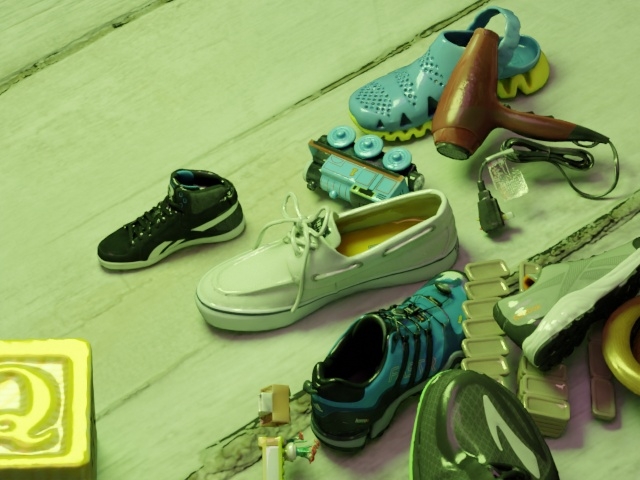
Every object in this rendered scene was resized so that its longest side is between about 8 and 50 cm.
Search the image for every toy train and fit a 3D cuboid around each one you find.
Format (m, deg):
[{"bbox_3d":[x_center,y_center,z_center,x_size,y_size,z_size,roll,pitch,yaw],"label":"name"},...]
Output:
[{"bbox_3d":[0.056,-0.094,2.051,0.184,0.080,0.105,24,63,29],"label":"toy train"}]

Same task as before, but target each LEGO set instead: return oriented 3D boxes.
[{"bbox_3d":[-0.019,0.301,1.681,0.107,0.132,0.287,-1,41,-1],"label":"LEGO set"}]

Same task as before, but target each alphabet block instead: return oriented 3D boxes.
[{"bbox_3d":[-0.364,0.248,1.714,0.193,0.197,0.192,-2,47,-8],"label":"alphabet block"}]

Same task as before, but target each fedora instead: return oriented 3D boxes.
[{"bbox_3d":[0.434,0.144,1.758,0.194,0.079,0.194,-5,41,4],"label":"fedora"}]

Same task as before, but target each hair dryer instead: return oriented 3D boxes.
[{"bbox_3d":[0.267,-0.163,2.032,0.224,0.080,0.293,-21,79,-11],"label":"hair dryer"}]

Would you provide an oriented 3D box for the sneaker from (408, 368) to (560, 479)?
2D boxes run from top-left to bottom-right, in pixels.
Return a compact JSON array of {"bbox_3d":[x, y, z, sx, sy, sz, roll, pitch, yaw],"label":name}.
[{"bbox_3d":[0.213,0.325,1.536,0.185,0.202,0.483,-1,48,-12],"label":"sneaker"}]

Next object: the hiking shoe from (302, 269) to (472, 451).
[{"bbox_3d":[0.102,0.129,1.799,0.113,0.132,0.304,26,56,30],"label":"hiking shoe"}]

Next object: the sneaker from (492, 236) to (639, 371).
[{"bbox_3d":[0.327,0.055,1.812,0.271,0.100,0.108,-29,56,-35],"label":"sneaker"}]

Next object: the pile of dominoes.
[{"bbox_3d":[0.267,0.130,1.819,0.196,0.040,0.251,12,46,-6],"label":"pile of dominoes"}]

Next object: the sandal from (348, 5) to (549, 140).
[{"bbox_3d":[0.184,-0.256,2.134,0.317,0.138,0.126,-25,50,-9],"label":"sandal"}]

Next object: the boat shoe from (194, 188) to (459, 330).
[{"bbox_3d":[0.003,0.006,1.914,0.367,0.156,0.136,-13,47,-1],"label":"boat shoe"}]

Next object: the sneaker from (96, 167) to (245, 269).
[{"bbox_3d":[-0.221,-0.041,2.025,0.217,0.121,0.079,-17,46,-5],"label":"sneaker"}]
